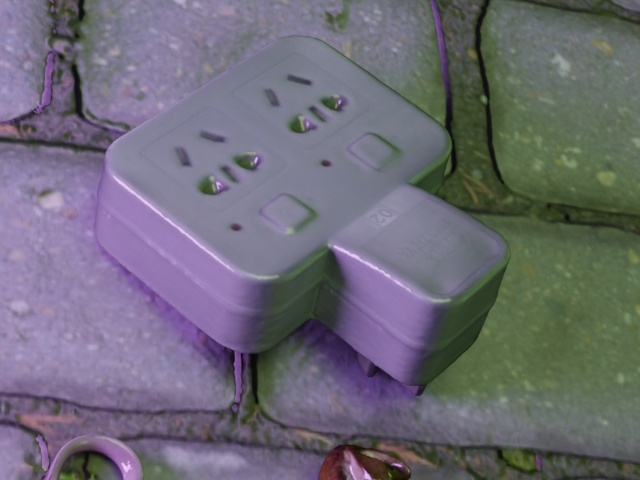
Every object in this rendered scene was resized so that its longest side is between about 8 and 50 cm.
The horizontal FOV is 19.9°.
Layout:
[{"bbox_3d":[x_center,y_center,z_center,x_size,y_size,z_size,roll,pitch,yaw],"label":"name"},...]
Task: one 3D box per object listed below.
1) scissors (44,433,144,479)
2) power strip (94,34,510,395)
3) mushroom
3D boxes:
[{"bbox_3d":[-0.160,0.228,1.128,0.118,0.030,0.242,34,49,0],"label":"scissors"},{"bbox_3d":[0.000,0.000,1.303,0.261,0.141,0.229,37,50,20],"label":"power strip"},{"bbox_3d":[0.040,0.222,1.206,0.060,0.061,0.187,0,64,-29],"label":"mushroom"}]
